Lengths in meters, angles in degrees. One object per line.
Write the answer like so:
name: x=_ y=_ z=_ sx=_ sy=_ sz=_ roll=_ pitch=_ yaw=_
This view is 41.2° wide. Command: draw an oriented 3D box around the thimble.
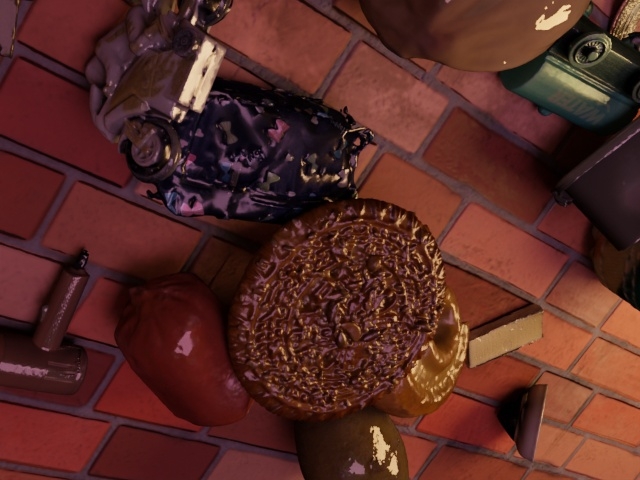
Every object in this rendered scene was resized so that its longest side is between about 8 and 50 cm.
thimble: x=0.586 y=-0.011 z=1.378 sx=0.254 sy=0.167 sz=0.288 roll=22 pitch=108 yaw=-39

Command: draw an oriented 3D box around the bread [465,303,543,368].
bread: x=0.304 y=0.158 z=1.413 sx=0.154 sy=0.028 sz=0.068 roll=-21 pitch=128 yaw=-16

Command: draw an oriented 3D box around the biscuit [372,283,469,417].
biscuit: x=0.134 y=0.148 z=1.225 sx=0.274 sy=0.091 sz=0.213 roll=50 pitch=52 yaw=-46

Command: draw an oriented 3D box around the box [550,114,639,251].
box: x=0.468 y=-0.096 z=1.216 sx=0.243 sy=0.135 sz=0.163 roll=-40 pitch=168 yaw=10

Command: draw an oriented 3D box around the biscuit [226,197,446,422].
biscuit: x=0.029 y=0.091 z=1.035 sx=0.306 sy=0.038 sz=0.305 roll=-11 pitch=117 yaw=-23

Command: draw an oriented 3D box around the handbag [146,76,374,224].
handbag: x=-0.070 y=-0.095 z=0.971 sx=0.260 sy=0.113 sz=0.161 roll=4 pitch=115 yaw=-34

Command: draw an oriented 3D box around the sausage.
sausage: x=-0.159 y=0.141 z=1.054 sx=0.148 sy=0.148 sz=0.254 roll=-32 pitch=130 yaw=-9

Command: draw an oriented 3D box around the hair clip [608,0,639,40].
hair clip: x=0.430 y=-0.293 z=1.194 sx=0.054 sy=0.022 sz=0.137 roll=-16 pitch=134 yaw=-21

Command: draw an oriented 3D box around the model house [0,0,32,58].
model house: x=-0.230 y=-0.268 z=0.693 sx=0.205 sy=0.211 sz=0.243 roll=6 pitch=111 yaw=-31

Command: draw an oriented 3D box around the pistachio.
pistachio: x=0.183 y=-0.301 z=0.940 sx=0.332 sy=0.208 sz=0.226 roll=-19 pitch=84 yaw=-27

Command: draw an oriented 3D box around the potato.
potato: x=0.043 y=0.309 z=1.269 sx=0.159 sy=0.174 sz=0.251 roll=-24 pitch=114 yaw=-7

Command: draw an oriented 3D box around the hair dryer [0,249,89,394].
hair dryer: x=-0.314 y=0.091 z=0.989 sx=0.117 sy=0.064 sz=0.181 roll=18 pitch=101 yaw=-36

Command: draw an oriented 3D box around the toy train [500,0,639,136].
toy train: x=0.356 y=-0.225 z=1.149 sx=0.248 sy=0.101 sz=0.159 roll=18 pitch=132 yaw=-34

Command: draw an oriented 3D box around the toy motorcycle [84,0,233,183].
toy motorcycle: x=-0.170 y=-0.176 z=0.852 sx=0.074 sy=0.151 sz=0.228 roll=13 pitch=94 yaw=-62

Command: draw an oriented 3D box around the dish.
dish: x=0.355 y=0.316 z=1.518 sx=0.141 sy=0.078 sz=0.141 roll=12 pitch=90 yaw=-75
